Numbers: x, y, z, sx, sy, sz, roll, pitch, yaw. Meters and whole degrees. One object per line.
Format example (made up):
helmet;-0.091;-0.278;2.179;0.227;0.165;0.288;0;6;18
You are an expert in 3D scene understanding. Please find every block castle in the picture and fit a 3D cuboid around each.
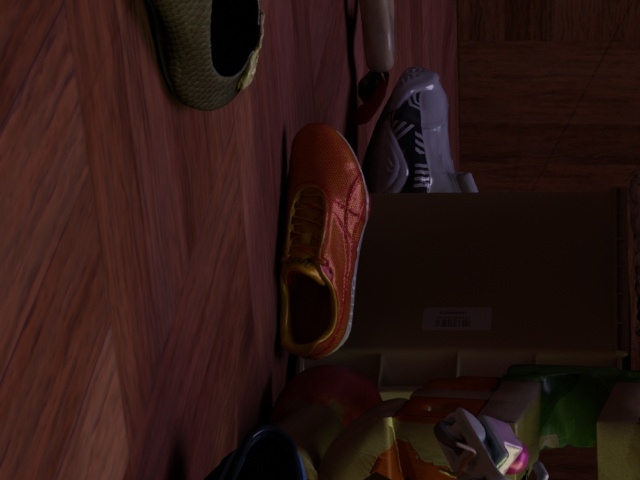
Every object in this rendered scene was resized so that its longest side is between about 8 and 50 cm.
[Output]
block castle;0.173;0.241;1.339;0.213;0.453;0.303;-35;125;-72

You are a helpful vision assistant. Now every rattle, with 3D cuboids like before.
rattle;0.095;-0.215;1.854;0.130;0.142;0.200;-152;-124;-78

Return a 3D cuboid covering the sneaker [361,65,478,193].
sneaker;0.140;0.020;1.849;0.137;0.210;0.366;120;-23;-69

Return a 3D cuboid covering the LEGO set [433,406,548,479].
LEGO set;0.042;0.233;1.044;0.287;0.107;0.132;-54;-158;27

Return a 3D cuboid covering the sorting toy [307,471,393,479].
sorting toy;0.029;0.274;1.131;0.041;0.229;0.307;44;41;-42

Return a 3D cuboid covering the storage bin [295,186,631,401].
storage bin;0.120;0.075;1.586;0.260;0.262;0.123;-79;167;-53

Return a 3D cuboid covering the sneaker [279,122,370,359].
sneaker;0.000;0.000;1.436;0.067;0.064;0.175;6;82;-73

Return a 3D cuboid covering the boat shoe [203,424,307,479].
boat shoe;-0.047;0.188;0.992;0.258;0.109;0.089;-102;-154;-56

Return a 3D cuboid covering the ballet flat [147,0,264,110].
ballet flat;-0.055;-0.128;1.000;0.250;0.058;0.084;68;25;-72

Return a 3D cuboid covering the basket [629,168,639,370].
basket;0.410;0.063;1.557;0.331;0.328;0.266;-14;101;-80
